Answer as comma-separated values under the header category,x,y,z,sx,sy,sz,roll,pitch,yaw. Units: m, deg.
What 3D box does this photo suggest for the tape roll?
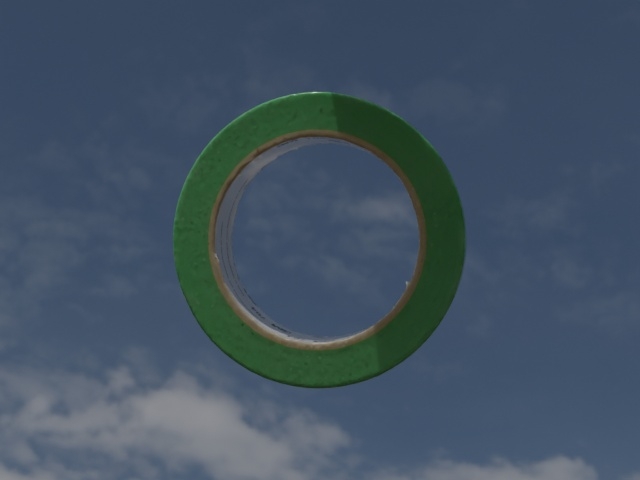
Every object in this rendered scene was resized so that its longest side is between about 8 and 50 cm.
category,x,y,z,sx,sy,sz,roll,pitch,yaw
tape roll,0.000,0.000,1.093,0.321,0.321,0.077,0,0,8
